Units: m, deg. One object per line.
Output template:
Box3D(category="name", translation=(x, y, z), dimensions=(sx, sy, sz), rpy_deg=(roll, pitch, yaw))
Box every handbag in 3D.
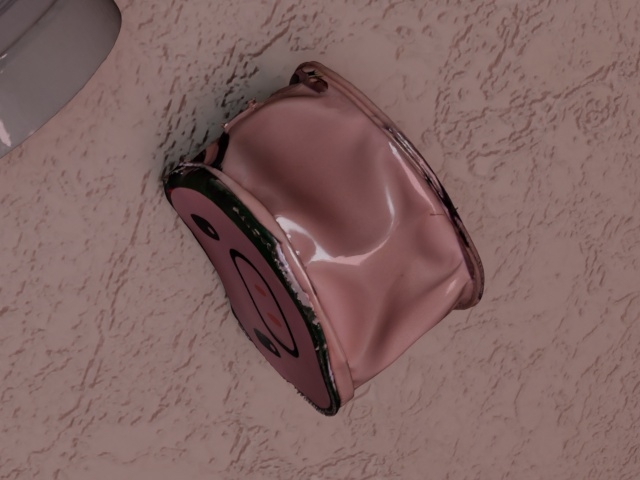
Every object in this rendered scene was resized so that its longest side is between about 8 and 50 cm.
Box3D(category="handbag", translation=(-0.001, 0.001, 0.772), dimensions=(0.116, 0.179, 0.205), rpy_deg=(-37, 124, -15))

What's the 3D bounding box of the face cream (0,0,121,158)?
Box3D(category="face cream", translation=(-0.213, -0.126, 0.611), dimensions=(0.177, 0.177, 0.153), rpy_deg=(-39, 121, -6))
